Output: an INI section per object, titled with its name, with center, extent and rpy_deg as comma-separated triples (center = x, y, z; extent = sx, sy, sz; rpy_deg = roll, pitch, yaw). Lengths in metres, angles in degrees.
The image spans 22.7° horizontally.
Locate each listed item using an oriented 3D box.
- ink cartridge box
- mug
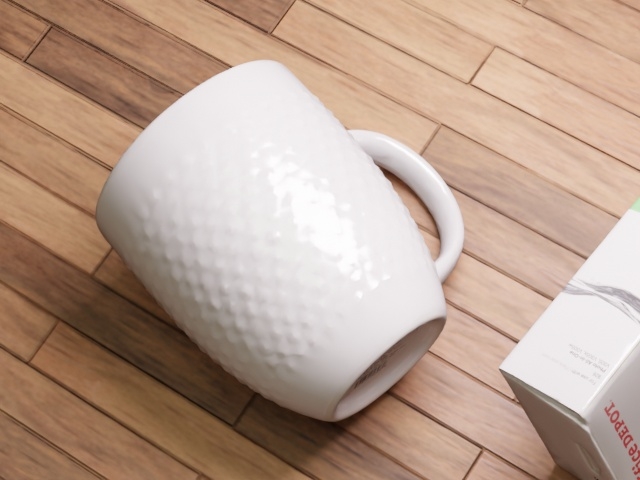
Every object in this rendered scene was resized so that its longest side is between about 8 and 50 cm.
[ink cartridge box]
center = 0.339, 0.102, 1.639
extent = 0.289, 0.211, 0.121
rpy_deg = -48, 47, -13
[mug]
center = 0.000, 0.000, 1.734
extent = 0.374, 0.276, 0.328
rpy_deg = -28, 68, -38
